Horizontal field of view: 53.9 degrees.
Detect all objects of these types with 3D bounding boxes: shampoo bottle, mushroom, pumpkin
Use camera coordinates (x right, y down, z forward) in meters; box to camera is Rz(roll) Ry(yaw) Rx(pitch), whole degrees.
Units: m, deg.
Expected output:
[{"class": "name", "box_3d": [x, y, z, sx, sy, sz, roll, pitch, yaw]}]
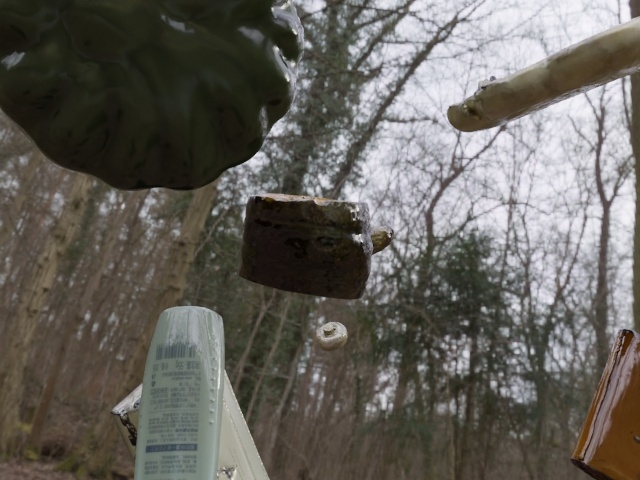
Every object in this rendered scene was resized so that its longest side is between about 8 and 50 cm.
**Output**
[{"class": "shampoo bottle", "box_3d": [-0.120, 0.162, 0.535, 0.072, 0.212, 0.049, -1, -24, 4]}, {"class": "mushroom", "box_3d": [0.029, 0.244, 1.616, 0.084, 0.083, 0.067, -2, -53, 19]}, {"class": "pumpkin", "box_3d": [0.000, 0.000, 0.924, 0.222, 0.139, 0.317, 9, 1, -2]}]

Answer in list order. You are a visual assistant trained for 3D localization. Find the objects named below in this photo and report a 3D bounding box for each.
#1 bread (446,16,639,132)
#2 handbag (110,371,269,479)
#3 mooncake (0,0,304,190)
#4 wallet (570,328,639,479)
[{"class": "bread", "box_3d": [0.281, -0.184, 0.667, 0.316, 0.054, 0.316, -23, 4, 2]}, {"class": "handbag", "box_3d": [-0.203, 0.401, 1.087, 0.160, 0.358, 0.237, -21, 4, 14]}, {"class": "mooncake", "box_3d": [-0.200, -0.232, 0.714, 0.357, 0.356, 0.194, 25, -5, -28]}, {"class": "wallet", "box_3d": [0.361, 0.203, 0.623, 0.196, 0.161, 0.042, 28, -24, 11]}]
